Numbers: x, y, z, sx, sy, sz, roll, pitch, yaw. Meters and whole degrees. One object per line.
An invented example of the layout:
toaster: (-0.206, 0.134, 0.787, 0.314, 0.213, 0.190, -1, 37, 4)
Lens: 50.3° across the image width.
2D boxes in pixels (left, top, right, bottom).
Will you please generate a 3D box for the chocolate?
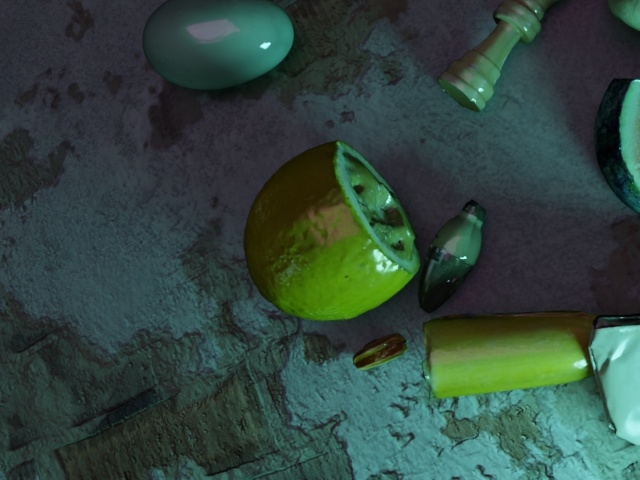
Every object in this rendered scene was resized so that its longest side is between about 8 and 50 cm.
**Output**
chocolate: (0.414, 0.205, 1.303, 0.444, 0.162, 0.162, -8, 79, 11)

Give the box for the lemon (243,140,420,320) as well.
lemon: (0.000, 0.000, 1.389, 0.363, 0.364, 0.365, -3, 81, 21)

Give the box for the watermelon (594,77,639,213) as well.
watermelon: (0.624, -0.175, 1.249, 0.226, 0.148, 0.319, -27, 78, 24)

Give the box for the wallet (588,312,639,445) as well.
wallet: (0.641, 0.227, 1.190, 0.334, 0.068, 0.275, -7, 100, 6)

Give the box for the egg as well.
egg: (-0.243, -0.475, 1.610, 0.370, 0.230, 0.230, -1, 82, 16)

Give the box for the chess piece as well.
chess piece: (0.409, -0.458, 1.417, 0.117, 0.117, 0.397, 40, 95, 22)

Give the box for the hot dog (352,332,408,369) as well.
hot dog: (0.127, 0.238, 1.461, 0.133, 0.041, 0.057, -25, 74, 9)

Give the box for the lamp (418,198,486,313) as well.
lamp: (0.267, 0.035, 1.402, 0.101, 0.101, 0.250, 31, 98, 23)

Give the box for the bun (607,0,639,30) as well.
bun: (0.682, -0.467, 1.264, 0.287, 0.146, 0.287, -16, 33, 11)
